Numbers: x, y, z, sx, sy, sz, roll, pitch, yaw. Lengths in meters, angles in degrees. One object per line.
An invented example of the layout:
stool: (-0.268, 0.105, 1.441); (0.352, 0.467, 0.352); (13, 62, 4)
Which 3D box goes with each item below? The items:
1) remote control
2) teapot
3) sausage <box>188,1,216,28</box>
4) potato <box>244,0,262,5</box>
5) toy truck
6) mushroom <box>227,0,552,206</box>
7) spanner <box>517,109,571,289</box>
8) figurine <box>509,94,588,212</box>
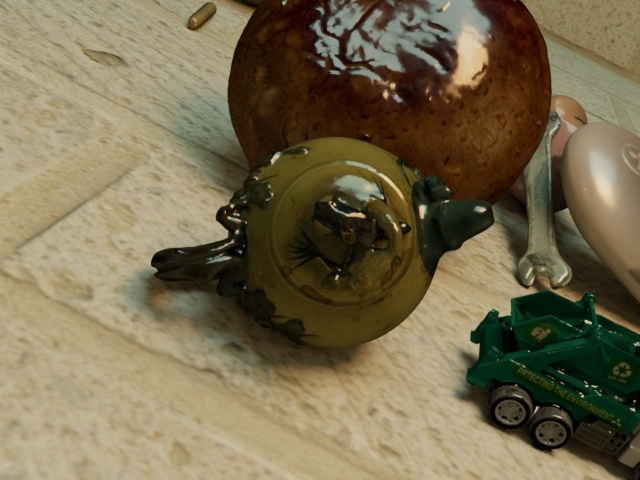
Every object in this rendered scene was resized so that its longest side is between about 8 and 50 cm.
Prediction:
remote control: (0.424, -0.010, 0.971); (0.332, 0.103, 0.221); (46, 47, -13)
teapot: (0.000, 0.000, 0.595); (0.269, 0.173, 0.182); (-7, -5, -6)
sausage: (-0.191, -0.367, 1.239); (0.024, 0.024, 0.132); (23, 27, -6)
potato: (-0.077, -0.517, 1.459); (0.262, 0.165, 0.165); (3, 35, -43)
toy truck: (0.244, 0.122, 0.666); (0.216, 0.116, 0.110); (27, 27, 2)
mushroom: (0.074, -0.158, 0.814); (0.345, 0.345, 0.239); (40, 1, 25)
spanner: (0.279, -0.064, 0.977); (0.071, 0.017, 0.302); (-1, 53, 16)
figurine: (0.308, -0.155, 1.148); (0.176, 0.186, 0.287); (34, 0, -41)
